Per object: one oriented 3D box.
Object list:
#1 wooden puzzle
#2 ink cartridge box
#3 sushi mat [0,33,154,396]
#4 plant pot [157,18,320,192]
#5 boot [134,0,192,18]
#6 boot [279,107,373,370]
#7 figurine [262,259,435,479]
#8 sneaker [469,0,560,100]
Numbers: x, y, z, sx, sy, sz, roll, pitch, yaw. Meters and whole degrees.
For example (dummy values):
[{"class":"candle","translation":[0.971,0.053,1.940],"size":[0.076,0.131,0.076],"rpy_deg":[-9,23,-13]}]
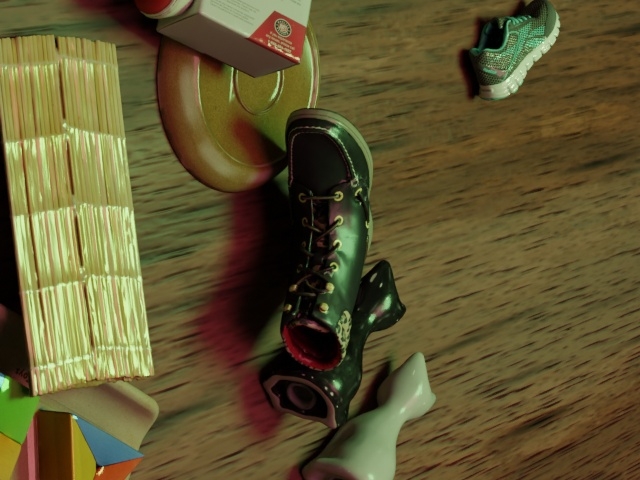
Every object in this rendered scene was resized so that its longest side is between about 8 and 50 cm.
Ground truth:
[{"class":"wooden puzzle","translation":[-0.284,0.247,1.502],"size":[0.322,0.080,0.348],"rpy_deg":[40,65,-46]},{"class":"ink cartridge box","translation":[-0.073,-0.263,1.661],"size":[0.127,0.072,0.175],"rpy_deg":[23,67,-35]},{"class":"sushi mat","translation":[-0.219,-0.026,1.541],"size":[0.151,0.019,0.317],"rpy_deg":[-3,84,-49]},{"class":"plant pot","translation":[-0.071,-0.164,1.749],"size":[0.236,0.032,0.236],"rpy_deg":[-11,104,-50]},{"class":"boot","translation":[-0.181,-0.328,1.552],"size":[0.176,0.088,0.244],"rpy_deg":[7,83,-50]},{"class":"boot","translation":[0.002,0.001,1.749],"size":[0.236,0.085,0.179],"rpy_deg":[78,19,-50]},{"class":"figurine","translation":[0.052,0.161,1.909],"size":[0.209,0.092,0.215],"rpy_deg":[-51,132,-40]},{"class":"sneaker","translation":[0.232,-0.246,2.092],"size":[0.166,0.065,0.076],"rpy_deg":[-56,130,-32]}]
